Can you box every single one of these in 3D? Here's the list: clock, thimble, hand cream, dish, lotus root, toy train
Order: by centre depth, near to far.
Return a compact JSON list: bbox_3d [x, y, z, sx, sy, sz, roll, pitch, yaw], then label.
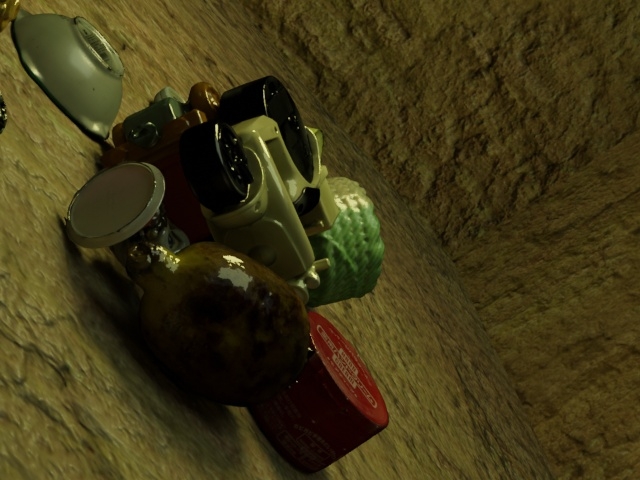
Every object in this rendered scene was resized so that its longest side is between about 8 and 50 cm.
[{"bbox_3d":[-0.113,0.097,1.461,0.141,0.169,0.314,20,-13,47],"label":"lotus root"},{"bbox_3d":[-0.069,-0.066,1.646,0.379,0.120,0.276,-64,133,-65],"label":"clock"},{"bbox_3d":[-0.009,0.203,1.685,0.193,0.125,0.193,53,11,-15],"label":"hand cream"},{"bbox_3d":[-0.333,-0.250,1.780,0.224,0.078,0.246,55,11,8],"label":"dish"},{"bbox_3d":[-0.167,-0.082,1.786,0.369,0.163,0.231,25,45,-68],"label":"toy train"},{"bbox_3d":[0.000,0.000,2.112,0.219,0.150,0.219,168,-90,-68],"label":"thimble"}]

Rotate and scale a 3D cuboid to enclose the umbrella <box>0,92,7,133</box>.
[{"bbox_3d":[-0.376,-0.152,1.371,0.067,0.062,0.143,15,30,-28],"label":"umbrella"}]

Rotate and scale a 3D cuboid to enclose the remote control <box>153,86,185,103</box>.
[{"bbox_3d":[-0.213,-0.155,2.082,0.244,0.047,0.087,61,9,29],"label":"remote control"}]

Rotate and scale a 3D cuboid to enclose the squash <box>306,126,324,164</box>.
[{"bbox_3d":[-0.092,-0.137,2.017,0.187,0.123,0.123,12,-1,18],"label":"squash"}]

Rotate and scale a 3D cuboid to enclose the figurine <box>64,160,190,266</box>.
[{"bbox_3d":[-0.212,-0.001,1.487,0.153,0.132,0.132,58,6,-43],"label":"figurine"}]

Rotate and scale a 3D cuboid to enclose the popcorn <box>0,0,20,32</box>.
[{"bbox_3d":[-0.420,-0.309,1.457,0.170,0.180,0.180,85,-15,-48],"label":"popcorn"}]
